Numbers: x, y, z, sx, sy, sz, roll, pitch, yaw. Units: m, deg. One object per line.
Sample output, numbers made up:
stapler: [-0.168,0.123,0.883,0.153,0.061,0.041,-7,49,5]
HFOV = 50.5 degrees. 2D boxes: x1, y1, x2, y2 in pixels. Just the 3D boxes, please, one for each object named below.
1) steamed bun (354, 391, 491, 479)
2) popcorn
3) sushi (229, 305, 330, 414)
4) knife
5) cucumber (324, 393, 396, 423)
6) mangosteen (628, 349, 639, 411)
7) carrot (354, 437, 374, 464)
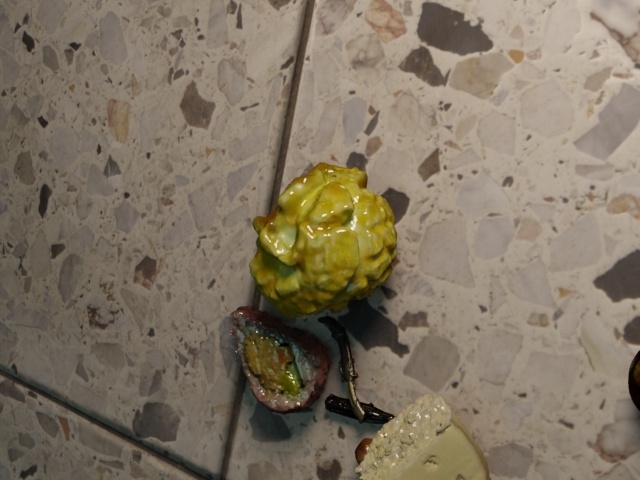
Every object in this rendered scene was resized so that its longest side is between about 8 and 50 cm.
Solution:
steamed bun: [0.153,0.379,1.152,0.225,0.170,0.200,-36,112,1]
popcorn: [-0.001,0.010,1.217,0.282,0.282,0.247,-41,77,23]
sushi: [-0.094,0.244,1.350,0.241,0.107,0.162,24,100,22]
knife: [0.052,0.241,1.305,0.045,0.021,0.222,-25,66,6]
cucumber: [0.085,0.325,1.291,0.163,0.043,0.039,8,52,27]
mangosteen: [0.520,0.208,0.975,0.152,0.152,0.153,0,90,30]
carrot: [0.136,0.427,1.254,0.161,0.055,0.055,32,105,19]
